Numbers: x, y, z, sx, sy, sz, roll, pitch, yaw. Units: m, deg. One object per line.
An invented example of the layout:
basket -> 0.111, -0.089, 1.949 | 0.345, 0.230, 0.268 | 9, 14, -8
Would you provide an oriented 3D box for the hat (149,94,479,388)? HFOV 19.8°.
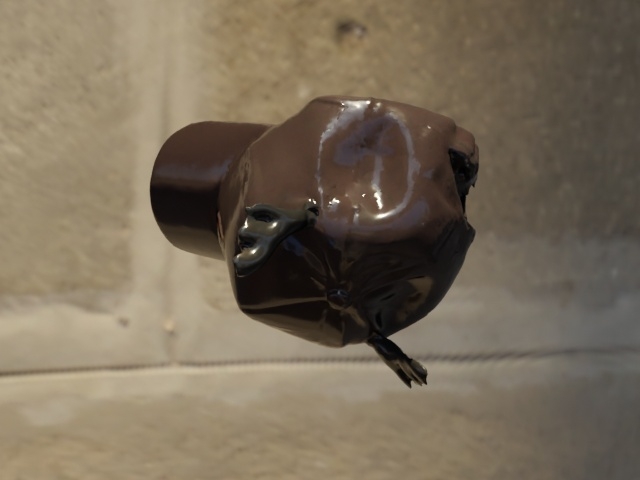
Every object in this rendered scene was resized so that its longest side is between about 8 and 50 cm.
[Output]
hat -> -0.026, 0.019, 1.604 | 0.336, 0.238, 0.209 | -5, 42, 30
